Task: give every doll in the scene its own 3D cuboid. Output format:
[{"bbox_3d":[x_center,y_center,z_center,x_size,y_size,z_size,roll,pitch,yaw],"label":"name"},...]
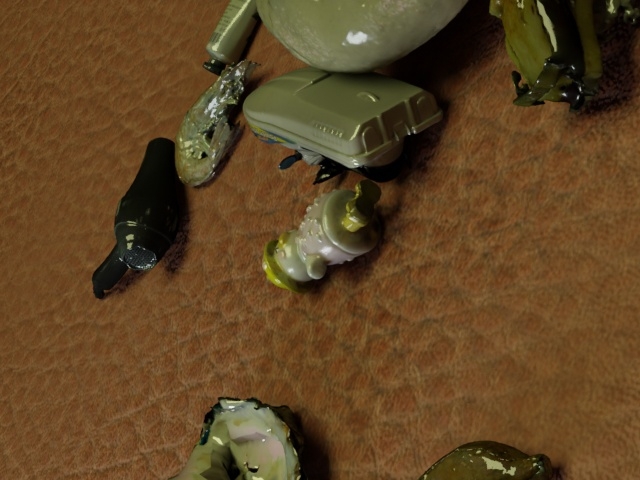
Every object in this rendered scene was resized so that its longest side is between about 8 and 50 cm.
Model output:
[{"bbox_3d":[0.000,0.000,1.560,0.207,0.081,0.129,-36,24,46],"label":"doll"}]

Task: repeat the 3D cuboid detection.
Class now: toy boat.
[{"bbox_3d":[0.018,-0.130,1.577,0.269,0.141,0.140,8,78,59],"label":"toy boat"}]

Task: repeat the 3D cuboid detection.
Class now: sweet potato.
[{"bbox_3d":[0.116,0.237,1.244,0.233,0.062,0.081,-44,53,30],"label":"sweet potato"}]

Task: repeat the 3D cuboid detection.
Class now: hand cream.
[{"bbox_3d":[-0.102,-0.344,1.982,0.234,0.050,0.080,-63,30,0],"label":"hand cream"}]

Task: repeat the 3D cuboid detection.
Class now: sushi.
[{"bbox_3d":[0.231,-0.256,1.321,0.139,0.131,0.291,125,149,-68],"label":"sushi"}]

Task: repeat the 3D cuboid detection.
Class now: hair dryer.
[{"bbox_3d":[-0.290,-0.005,2.037,0.271,0.091,0.235,-47,27,39],"label":"hair dryer"}]

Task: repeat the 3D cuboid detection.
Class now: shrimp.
[{"bbox_3d":[-0.145,-0.162,1.928,0.223,0.047,0.126,-50,41,38],"label":"shrimp"}]

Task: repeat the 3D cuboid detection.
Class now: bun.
[{"bbox_3d":[0.053,-0.363,1.514,0.365,0.219,0.365,-40,29,27],"label":"bun"}]

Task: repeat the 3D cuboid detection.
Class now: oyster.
[{"bbox_3d":[-0.087,0.271,1.526,0.260,0.092,0.198,25,93,51],"label":"oyster"}]
